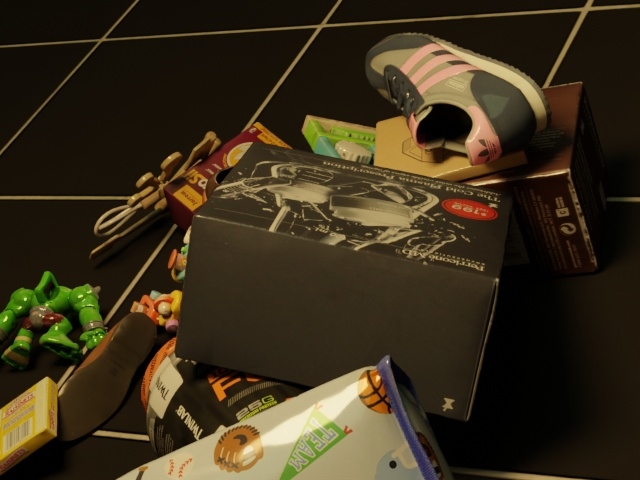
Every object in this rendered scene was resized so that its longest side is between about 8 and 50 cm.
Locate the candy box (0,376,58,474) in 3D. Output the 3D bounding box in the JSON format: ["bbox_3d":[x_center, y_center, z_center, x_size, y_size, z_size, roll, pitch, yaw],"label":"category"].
[{"bbox_3d":[-0.426,0.269,1.960,0.206,0.027,0.105,-35,30,15],"label":"candy box"}]

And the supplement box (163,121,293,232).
[{"bbox_3d":[-0.128,-0.080,2.265,0.188,0.081,0.104,-36,52,-20],"label":"supplement box"}]

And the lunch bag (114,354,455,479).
[{"bbox_3d":[0.008,0.348,1.402,0.327,0.239,0.386,-24,77,6],"label":"lunch bag"}]

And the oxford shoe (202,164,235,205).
[{"bbox_3d":[-0.032,-0.080,2.163,0.271,0.098,0.097,-11,70,-13],"label":"oxford shoe"}]

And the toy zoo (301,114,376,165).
[{"bbox_3d":[0.102,-0.087,2.114,0.192,0.030,0.293,9,26,-24],"label":"toy zoo"}]

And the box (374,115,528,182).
[{"bbox_3d":[0.166,-0.126,1.938,0.201,0.021,0.164,-14,35,15],"label":"box"}]

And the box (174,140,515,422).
[{"bbox_3d":[0.040,0.036,1.766,0.343,0.179,0.312,12,21,6],"label":"box"}]

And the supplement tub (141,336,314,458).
[{"bbox_3d":[-0.077,0.232,1.724,0.193,0.194,0.316,-32,35,-15],"label":"supplement tub"}]

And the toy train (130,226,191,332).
[{"bbox_3d":[-0.215,0.059,2.084,0.166,0.046,0.125,-62,31,10],"label":"toy train"}]

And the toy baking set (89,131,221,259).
[{"bbox_3d":[-0.254,-0.074,2.276,0.256,0.030,0.196,-47,-12,30],"label":"toy baking set"}]

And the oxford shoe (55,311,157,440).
[{"bbox_3d":[-0.300,0.191,2.035,0.212,0.076,0.076,-52,14,-32],"label":"oxford shoe"}]

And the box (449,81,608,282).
[{"bbox_3d":[0.274,-0.075,1.973,0.167,0.168,0.203,-8,37,22],"label":"box"}]

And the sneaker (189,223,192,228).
[{"bbox_3d":[-0.042,0.024,2.089,0.295,0.105,0.147,-10,48,10],"label":"sneaker"}]

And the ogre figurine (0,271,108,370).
[{"bbox_3d":[-0.386,0.114,2.147,0.197,0.097,0.118,-18,42,31],"label":"ogre figurine"}]

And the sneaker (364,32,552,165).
[{"bbox_3d":[0.137,-0.179,1.906,0.131,0.112,0.319,-37,34,-23],"label":"sneaker"}]
